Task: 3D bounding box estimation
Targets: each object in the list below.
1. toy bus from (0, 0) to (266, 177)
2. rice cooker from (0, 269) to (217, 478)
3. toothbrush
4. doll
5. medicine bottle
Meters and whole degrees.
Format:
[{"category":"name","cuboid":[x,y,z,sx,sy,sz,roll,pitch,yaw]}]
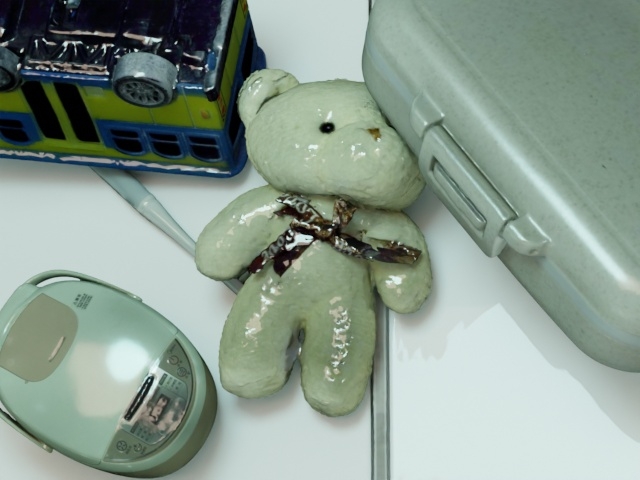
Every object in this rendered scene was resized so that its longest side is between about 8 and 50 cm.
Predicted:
[{"category":"toy bus","cuboid":[-0.203,-0.157,1.560,0.287,0.175,0.138,5,65,10]},{"category":"rice cooker","cuboid":[-0.179,0.114,1.501,0.206,0.127,0.145,26,78,27]},{"category":"toothbrush","cuboid":[-0.163,-0.047,1.609,0.342,0.025,0.030,39,78,25]},{"category":"doll","cuboid":[0.005,0.001,1.485,0.175,0.149,0.278,12,84,-25]},{"category":"medicine bottle","cuboid":[0.215,-0.082,1.414,0.282,0.123,0.375,-23,62,-27]}]
